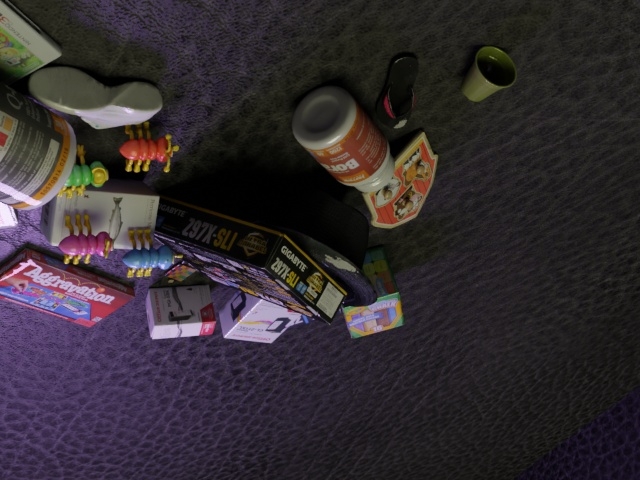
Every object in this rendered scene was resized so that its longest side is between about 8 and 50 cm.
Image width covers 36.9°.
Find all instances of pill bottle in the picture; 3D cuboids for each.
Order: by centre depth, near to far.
[{"bbox_3d":[-0.504,-0.162,1.388,0.162,0.162,0.278,-29,146,21],"label":"pill bottle"},{"bbox_3d":[0.049,-0.171,1.699,0.121,0.121,0.216,-26,146,17],"label":"pill bottle"}]

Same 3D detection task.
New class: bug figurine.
[{"bbox_3d":[-0.335,-0.056,1.601,0.216,0.072,0.279,-7,109,-24],"label":"bug figurine"}]

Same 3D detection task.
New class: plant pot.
[{"bbox_3d":[0.287,-0.284,1.679,0.083,0.083,0.079,1,157,-24],"label":"plant pot"}]

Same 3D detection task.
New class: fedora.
[{"bbox_3d":[0.000,0.000,1.868,0.334,0.152,0.334,27,166,7],"label":"fedora"}]

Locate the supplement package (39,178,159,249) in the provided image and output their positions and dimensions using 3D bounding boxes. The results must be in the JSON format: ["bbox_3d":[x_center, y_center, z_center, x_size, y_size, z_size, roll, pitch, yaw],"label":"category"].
[{"bbox_3d":[-0.388,-0.049,1.681,0.179,0.105,0.105,3,105,-28],"label":"supplement package"}]

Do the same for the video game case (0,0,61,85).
[{"bbox_3d":[-0.518,-0.278,1.381,0.212,0.023,0.193,-25,147,15],"label":"video game case"}]

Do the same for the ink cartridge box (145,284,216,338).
[{"bbox_3d":[-0.303,0.153,2.073,0.135,0.099,0.056,-3,146,-20],"label":"ink cartridge box"}]

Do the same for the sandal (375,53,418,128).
[{"bbox_3d":[0.138,-0.252,1.688,0.067,0.040,0.179,-9,148,-10],"label":"sandal"}]

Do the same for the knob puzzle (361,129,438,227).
[{"bbox_3d":[0.170,-0.095,1.866,0.213,0.030,0.213,-33,142,-30],"label":"knob puzzle"}]

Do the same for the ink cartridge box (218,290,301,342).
[{"bbox_3d":[-0.118,0.144,2.049,0.127,0.072,0.175,10,140,-34],"label":"ink cartridge box"}]

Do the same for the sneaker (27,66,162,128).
[{"bbox_3d":[-0.362,-0.211,1.512,0.212,0.080,0.094,6,154,-33],"label":"sneaker"}]

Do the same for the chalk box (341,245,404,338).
[{"bbox_3d":[0.103,0.106,2.145,0.132,0.132,0.213,-15,149,0],"label":"chalk box"}]

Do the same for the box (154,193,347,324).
[{"bbox_3d":[-0.145,0.034,1.787,0.322,0.079,0.257,17,165,36],"label":"box"}]

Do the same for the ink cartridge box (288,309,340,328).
[{"bbox_3d":[-0.052,0.120,2.167,0.165,0.065,0.332,-18,149,3],"label":"ink cartridge box"}]

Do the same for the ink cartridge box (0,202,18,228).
[{"bbox_3d":[-0.619,-0.081,1.582,0.208,0.087,0.153,-8,147,-11],"label":"ink cartridge box"}]

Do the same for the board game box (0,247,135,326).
[{"bbox_3d":[-0.532,0.101,1.963,0.145,0.027,0.281,-33,144,24],"label":"board game box"}]

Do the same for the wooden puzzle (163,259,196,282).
[{"bbox_3d":[-0.296,0.066,2.028,0.083,0.006,0.049,-34,144,27],"label":"wooden puzzle"}]
